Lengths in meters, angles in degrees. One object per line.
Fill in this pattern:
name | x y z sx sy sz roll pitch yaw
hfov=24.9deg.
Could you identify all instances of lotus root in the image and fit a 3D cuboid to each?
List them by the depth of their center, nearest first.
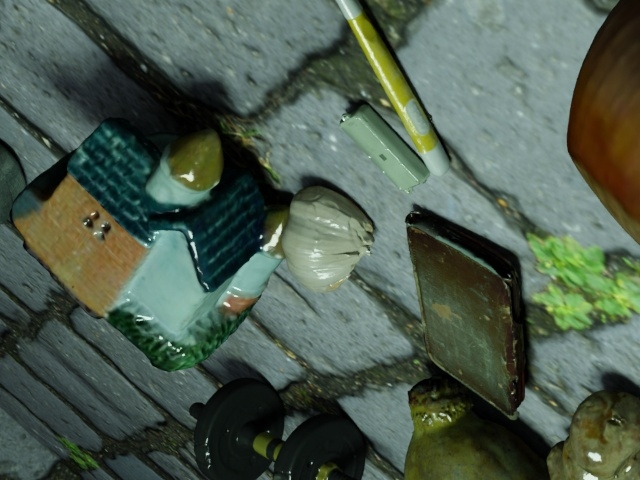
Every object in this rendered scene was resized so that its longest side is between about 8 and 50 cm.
lotus root | 0.182 0.276 1.492 0.309 0.173 0.173 50 156 -4

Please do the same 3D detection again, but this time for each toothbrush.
toothbrush | 0.037 -0.154 1.093 0.024 0.021 0.288 26 155 52

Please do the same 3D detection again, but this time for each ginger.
ginger | 0.256 0.202 1.319 0.104 0.080 0.204 38 159 19

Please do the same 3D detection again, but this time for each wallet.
wallet | 0.138 0.068 1.328 0.122 0.031 0.232 33 154 29

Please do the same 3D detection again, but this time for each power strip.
power strip | 0.053 -0.077 1.212 0.090 0.016 0.040 46 157 -10

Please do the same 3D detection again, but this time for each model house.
model house | -0.137 -0.036 1.424 0.253 0.184 0.291 47 143 2

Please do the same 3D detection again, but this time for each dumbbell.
dumbbell | -0.053 0.264 1.821 0.325 0.143 0.143 18 148 41

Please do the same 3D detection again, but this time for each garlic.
garlic | 0.000 0.003 1.366 0.094 0.074 0.113 33 142 40

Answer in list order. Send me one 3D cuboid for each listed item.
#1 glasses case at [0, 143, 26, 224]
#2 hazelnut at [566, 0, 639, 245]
glasses case | -0.525 -0.143 1.905 0.323 0.074 0.131 34 157 14
hazelnut | 0.239 -0.065 0.759 0.214 0.176 0.214 13 123 21
